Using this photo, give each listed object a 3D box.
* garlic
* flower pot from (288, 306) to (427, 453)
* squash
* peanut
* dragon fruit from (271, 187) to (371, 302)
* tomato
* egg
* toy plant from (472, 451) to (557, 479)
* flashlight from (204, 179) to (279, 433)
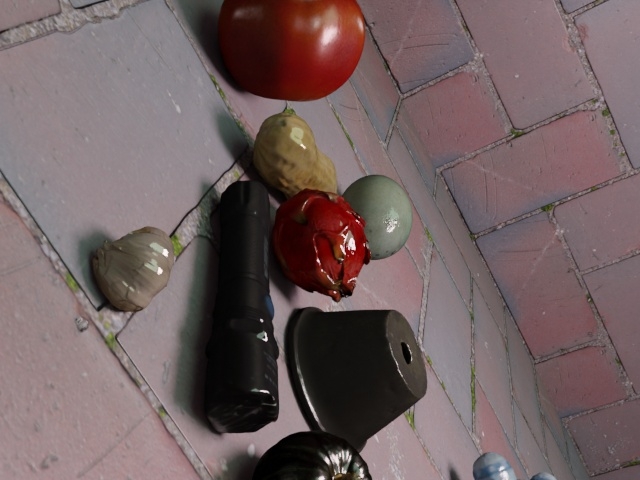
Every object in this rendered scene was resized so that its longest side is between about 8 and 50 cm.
[{"bbox_3d":[-0.210,0.029,0.899,0.094,0.074,0.113,62,33,-43],"label":"garlic"},{"bbox_3d":[0.078,0.214,1.305,0.269,0.166,0.269,55,21,-33],"label":"flower pot"},{"bbox_3d":[-0.003,0.337,0.975,0.193,0.156,0.193,46,5,-5],"label":"squash"},{"bbox_3d":[-0.042,-0.131,1.441,0.290,0.130,0.130,49,25,-55],"label":"peanut"},{"bbox_3d":[0.000,0.000,1.332,0.172,0.172,0.209,36,25,-55],"label":"dragon fruit"},{"bbox_3d":[-0.063,-0.386,1.492,0.298,0.299,0.226,-65,162,-65],"label":"tomato"},{"bbox_3d":[0.118,-0.051,1.694,0.169,0.169,0.236,56,24,-28],"label":"egg"},{"bbox_3d":[0.425,0.622,1.669,0.247,0.247,0.332,27,41,-61],"label":"toy plant"},{"bbox_3d":[-0.106,0.072,1.093,0.103,0.103,0.423,50,24,-38],"label":"flashlight"}]
